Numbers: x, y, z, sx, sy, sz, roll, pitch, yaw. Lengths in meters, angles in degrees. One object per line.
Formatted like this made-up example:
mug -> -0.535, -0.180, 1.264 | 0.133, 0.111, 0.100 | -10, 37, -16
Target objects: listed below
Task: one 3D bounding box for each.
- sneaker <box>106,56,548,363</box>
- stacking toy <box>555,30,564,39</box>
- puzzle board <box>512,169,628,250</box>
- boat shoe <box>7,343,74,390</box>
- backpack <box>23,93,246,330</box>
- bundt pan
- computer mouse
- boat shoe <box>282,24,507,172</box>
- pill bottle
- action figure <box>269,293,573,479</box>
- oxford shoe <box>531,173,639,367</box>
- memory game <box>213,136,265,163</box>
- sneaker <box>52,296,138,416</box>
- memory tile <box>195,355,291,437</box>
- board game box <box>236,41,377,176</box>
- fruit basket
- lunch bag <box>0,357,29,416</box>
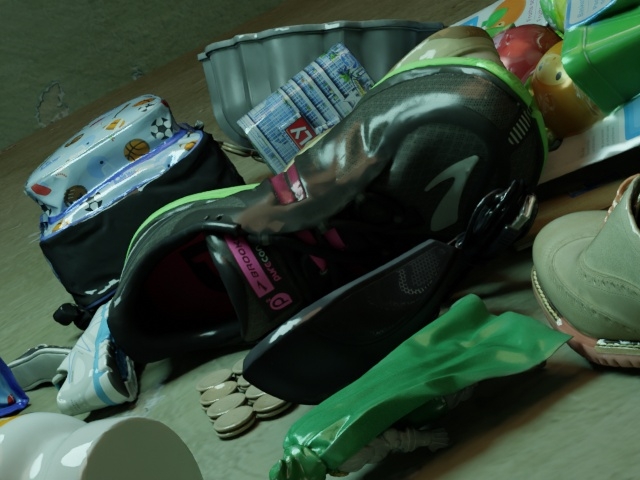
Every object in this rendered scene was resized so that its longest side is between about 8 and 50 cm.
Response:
sneaker -> 0.000, 0.000, 1.380 | 0.482, 0.185, 0.202 | -29, 17, 31
stacking toy -> 0.238, -0.259, 2.084 | 0.167, 0.052, 0.221 | -24, 16, -1
puzzle board -> 0.231, -0.027, 1.411 | 0.128, 0.011, 0.096 | -23, 14, 0
boat shoe -> -0.280, 0.128, 1.582 | 0.125, 0.046, 0.038 | -21, 18, 42
backpack -> -0.225, -0.047, 1.803 | 0.276, 0.213, 0.263 | -28, 6, -6
bundt pan -> 0.020, -0.177, 1.844 | 0.330, 0.124, 0.331 | -4, -3, 0
computer mouse -> 0.059, 0.061, 1.226 | 0.272, 0.072, 0.188 | -29, -11, -32
boat shoe -> 0.061, -0.064, 1.499 | 0.121, 0.110, 0.341 | -2, -34, -43
pill bottle -> -0.223, 0.202, 1.037 | 0.278, 0.162, 0.162 | -14, 18, 32
action figure -> 0.056, 0.119, 1.087 | 0.232, 0.064, 0.137 | -28, 18, -28
oxford shoe -> 0.245, 0.006, 1.026 | 0.140, 0.147, 0.397 | -28, 16, -14
memory game -> -0.095, -0.113, 1.941 | 0.186, 0.012, 0.186 | 18, 3, -1
sneaker -> -0.224, 0.116, 1.496 | 0.083, 0.071, 0.191 | -27, 15, 8
memory tile -> -0.050, 0.125, 1.316 | 0.113, 0.012, 0.148 | -26, 16, -6
board game box -> 0.007, -0.080, 1.653 | 0.194, 0.194, 0.060 | -39, 16, -1
fruit basket -> 0.237, -0.188, 1.535 | 0.353, 0.165, 0.327 | -19, 42, 35
lunch bag -> -0.466, 0.079, 1.543 | 0.221, 0.293, 0.138 | -10, 21, 42
